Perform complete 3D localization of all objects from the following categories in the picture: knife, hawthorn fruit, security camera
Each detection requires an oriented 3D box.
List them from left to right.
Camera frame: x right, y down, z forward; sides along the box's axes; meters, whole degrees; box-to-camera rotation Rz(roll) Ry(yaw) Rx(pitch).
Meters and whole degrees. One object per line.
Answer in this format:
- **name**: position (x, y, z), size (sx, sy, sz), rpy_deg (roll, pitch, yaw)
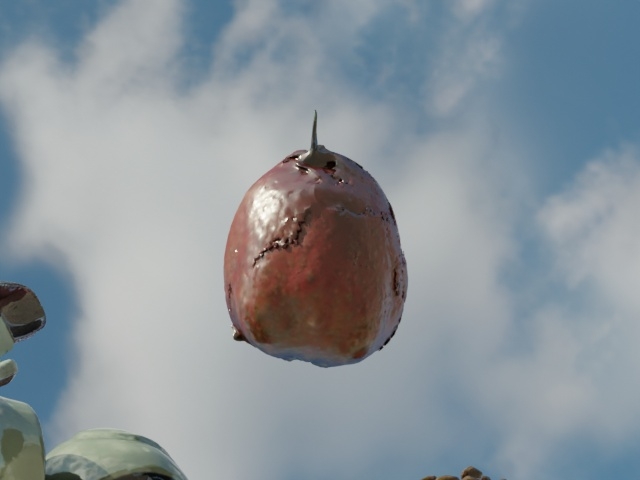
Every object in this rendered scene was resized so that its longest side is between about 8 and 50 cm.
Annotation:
- **knife**: position (-0.201, 0.030, 0.726), size (0.053, 0.278, 0.123), rpy_deg (-23, -93, -9)
- **security camera**: position (-0.234, 0.233, 1.081), size (0.277, 0.191, 0.197), rpy_deg (19, -90, -34)
- **hawthorn fruit**: position (0.000, 0.000, 1.148), size (0.181, 0.181, 0.235), rpy_deg (3, -80, -25)

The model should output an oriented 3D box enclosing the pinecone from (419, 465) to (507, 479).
- **pinecone**: position (0.157, 0.322, 1.286), size (0.185, 0.212, 0.169), rpy_deg (17, -91, -33)
